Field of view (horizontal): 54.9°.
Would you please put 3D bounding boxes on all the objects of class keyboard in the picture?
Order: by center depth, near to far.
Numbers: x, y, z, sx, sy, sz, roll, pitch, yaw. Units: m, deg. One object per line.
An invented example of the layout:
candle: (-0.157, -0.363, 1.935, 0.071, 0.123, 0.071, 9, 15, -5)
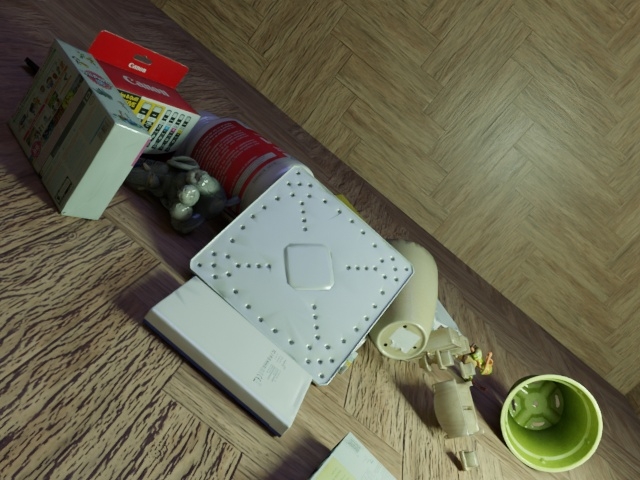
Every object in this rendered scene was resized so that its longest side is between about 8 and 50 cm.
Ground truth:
keyboard: (-0.702, -0.402, 1.606, 0.192, 0.038, 0.100, 40, -6, 1)

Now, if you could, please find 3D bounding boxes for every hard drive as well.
hard drive: (-0.165, 0.210, 1.175, 0.318, 0.040, 0.210, 40, 17, 0)

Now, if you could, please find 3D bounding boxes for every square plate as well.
square plate: (0.363, 0.229, 2.239, 0.347, 0.049, 0.344, 27, 21, -37)

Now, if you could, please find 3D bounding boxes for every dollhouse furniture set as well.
dollhouse furniture set: (0.325, 0.434, 1.660, 0.303, 0.173, 0.356, 30, 46, -59)

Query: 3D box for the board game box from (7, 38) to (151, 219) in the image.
board game box: (-0.496, -0.226, 1.252, 0.303, 0.224, 0.097, 50, 20, 27)

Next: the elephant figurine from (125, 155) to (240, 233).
elephant figurine: (-0.354, -0.139, 1.489, 0.239, 0.169, 0.186, 32, -19, 32)

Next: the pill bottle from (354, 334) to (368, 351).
pill bottle: (0.058, 0.225, 1.566, 0.120, 0.067, 0.067, 43, 17, 9)

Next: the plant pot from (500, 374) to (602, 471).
plant pot: (0.673, 0.520, 1.868, 0.276, 0.276, 0.254, 42, 6, 7)

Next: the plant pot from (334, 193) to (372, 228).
plant pot: (0.000, 0.000, 1.810, 0.187, 0.212, 0.212, 1, 40, -44)

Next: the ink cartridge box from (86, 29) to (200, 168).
ink cartridge box: (-0.455, -0.319, 1.488, 0.130, 0.272, 0.309, 47, 19, 21)

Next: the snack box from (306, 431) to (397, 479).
snack box: (0.048, 0.451, 0.993, 0.187, 0.060, 0.322, 44, 17, 12)

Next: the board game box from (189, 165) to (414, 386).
board game box: (-0.032, 0.069, 1.406, 0.390, 0.050, 0.390, 41, 58, 3)

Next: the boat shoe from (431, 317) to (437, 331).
boat shoe: (0.222, 0.195, 1.926, 0.320, 0.118, 0.103, 44, 23, 25)

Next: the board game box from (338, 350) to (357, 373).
board game box: (0.015, 0.246, 1.491, 0.154, 0.026, 0.103, 42, 17, 7)

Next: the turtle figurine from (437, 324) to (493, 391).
turtle figurine: (0.448, 0.348, 1.903, 0.217, 0.087, 0.270, 32, -22, 24)

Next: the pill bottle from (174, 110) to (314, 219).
pill bottle: (-0.224, -0.192, 1.687, 0.407, 0.229, 0.229, 37, 13, 31)

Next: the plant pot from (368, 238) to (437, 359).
plant pot: (0.202, 0.174, 1.628, 0.256, 0.256, 0.274, 34, 26, -19)
